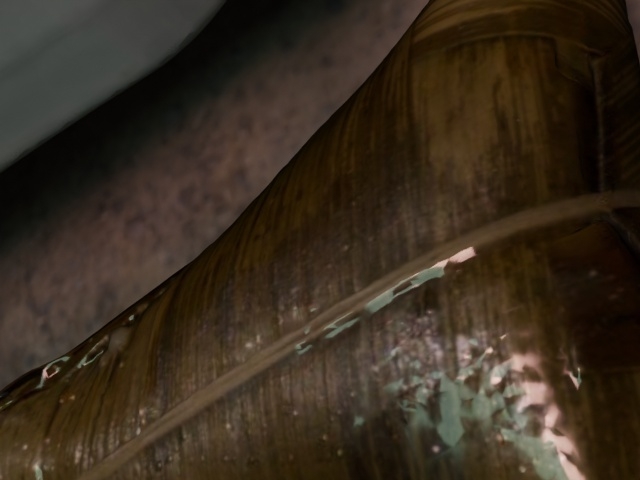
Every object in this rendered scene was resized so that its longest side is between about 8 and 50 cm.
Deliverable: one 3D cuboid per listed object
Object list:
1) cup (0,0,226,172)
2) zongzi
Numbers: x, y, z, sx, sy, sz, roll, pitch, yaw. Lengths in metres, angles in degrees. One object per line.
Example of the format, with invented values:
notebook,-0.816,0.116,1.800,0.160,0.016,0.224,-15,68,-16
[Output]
cup,-0.163,-0.159,0.430,0.311,0.331,0.257,-32,104,16
zongzi,0.000,0.000,0.421,0.286,0.134,0.288,-12,69,24
